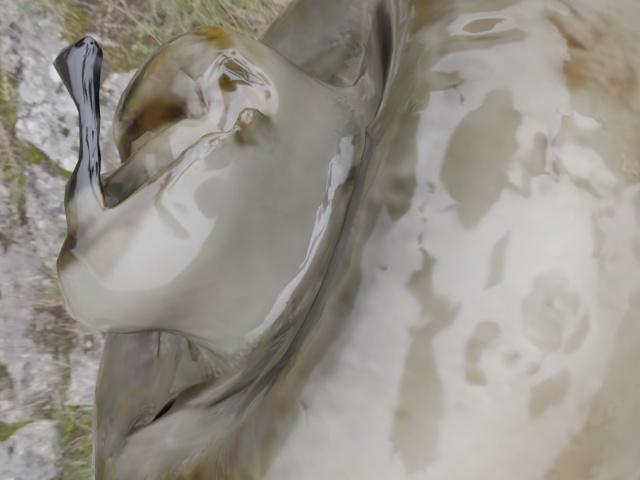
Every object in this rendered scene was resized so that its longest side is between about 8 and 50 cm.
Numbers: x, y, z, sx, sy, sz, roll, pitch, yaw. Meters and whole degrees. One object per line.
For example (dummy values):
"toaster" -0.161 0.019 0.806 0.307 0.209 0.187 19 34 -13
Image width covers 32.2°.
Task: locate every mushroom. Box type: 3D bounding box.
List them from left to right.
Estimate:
"mushroom" 0.000 0.000 0.515 0.295 0.362 0.362 25 89 -23
